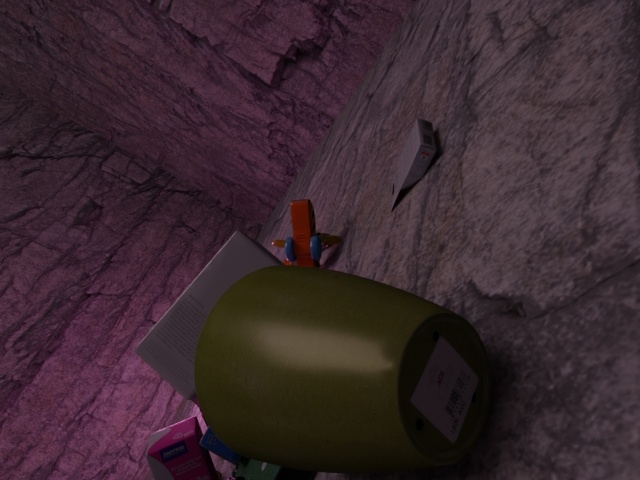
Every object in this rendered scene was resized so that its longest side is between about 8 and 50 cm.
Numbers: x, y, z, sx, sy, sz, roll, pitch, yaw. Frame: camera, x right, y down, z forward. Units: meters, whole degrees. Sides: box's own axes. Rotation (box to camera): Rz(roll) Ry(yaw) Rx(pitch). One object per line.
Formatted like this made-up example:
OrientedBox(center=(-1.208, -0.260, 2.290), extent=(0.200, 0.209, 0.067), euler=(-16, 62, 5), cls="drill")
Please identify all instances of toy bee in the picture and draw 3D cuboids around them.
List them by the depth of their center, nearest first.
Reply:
OrientedBox(center=(-0.050, 0.035, 1.273), extent=(0.162, 0.195, 0.298), euler=(22, -94, -78), cls="toy bee")

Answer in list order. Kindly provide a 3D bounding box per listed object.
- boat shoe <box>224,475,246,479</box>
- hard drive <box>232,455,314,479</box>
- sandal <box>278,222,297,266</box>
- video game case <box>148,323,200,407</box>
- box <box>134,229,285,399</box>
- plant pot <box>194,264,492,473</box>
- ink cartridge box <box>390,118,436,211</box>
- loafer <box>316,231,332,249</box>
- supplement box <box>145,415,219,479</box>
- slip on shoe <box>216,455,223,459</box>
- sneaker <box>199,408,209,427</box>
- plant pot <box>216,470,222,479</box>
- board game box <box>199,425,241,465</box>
OrientedBox(center=(-0.137, 0.424, 0.729), extent=(0.042, 0.049, 0.133), euler=(-36, -4, -21), cls="boat shoe")
OrientedBox(center=(-0.053, 0.347, 0.801), extent=(0.339, 0.064, 0.237), euler=(-62, 12, -6), cls="hard drive")
OrientedBox(center=(-0.098, 0.064, 1.584), extent=(0.102, 0.076, 0.265), euler=(2, 74, 52), cls="sandal")
OrientedBox(center=(-0.345, 0.365, 1.156), extent=(0.025, 0.285, 0.204), euler=(-37, 39, -11), cls="video game case")
OrientedBox(center=(-0.226, 0.169, 1.034), extent=(0.345, 0.168, 0.215), euler=(-49, -6, -3), cls="box")
OrientedBox(center=(0.035, 0.152, 0.516), extent=(0.293, 0.275, 0.275), euler=(-13, 47, 53), cls="plant pot")
OrientedBox(center=(0.210, -0.169, 0.999), extent=(0.145, 0.045, 0.179), euler=(-78, 2, -52), cls="ink cartridge box")
OrientedBox(center=(0.000, 0.000, 1.396), extent=(0.056, 0.050, 0.148), euler=(-65, 13, -19), cls="loafer")
OrientedBox(center=(-0.298, 0.532, 0.973), extent=(0.111, 0.220, 0.114), euler=(-19, 3, -15), cls="supplement box")
OrientedBox(center=(-0.261, 0.550, 1.221), extent=(0.041, 0.051, 0.135), euler=(-62, 4, 18), cls="slip on shoe")
OrientedBox(center=(-0.296, 0.529, 1.362), extent=(0.125, 0.104, 0.262), euler=(-24, -13, -15), cls="sneaker")
OrientedBox(center=(-0.301, 0.638, 1.126), extent=(0.083, 0.081, 0.081), euler=(-46, 15, 12), cls="plant pot")
OrientedBox(center=(-0.159, 0.337, 1.020), extent=(0.308, 0.086, 0.302), euler=(-62, 0, -24), cls="board game box")
